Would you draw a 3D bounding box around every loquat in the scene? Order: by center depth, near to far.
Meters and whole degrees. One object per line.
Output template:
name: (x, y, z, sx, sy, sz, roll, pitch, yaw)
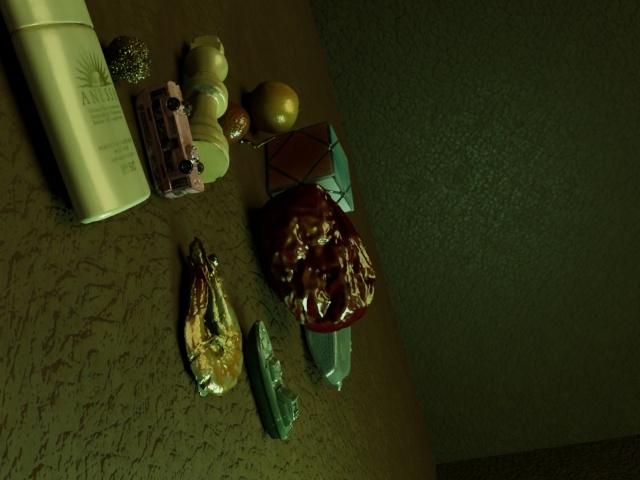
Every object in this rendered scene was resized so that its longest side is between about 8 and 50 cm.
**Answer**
loquat: (-0.133, -0.371, 1.823, 0.137, 0.163, 0.163, 107, -26, -75)

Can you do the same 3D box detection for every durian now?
durian: (-0.319, -0.305, 1.098, 0.080, 0.091, 0.080, -20, 113, -60)

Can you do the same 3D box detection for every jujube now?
jujube: (-0.013, 0.047, 1.668, 0.276, 0.276, 0.377, -11, 84, -77)

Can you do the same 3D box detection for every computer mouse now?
computer mouse: (0.018, 0.250, 1.896, 0.188, 0.121, 0.371, 30, 55, -67)

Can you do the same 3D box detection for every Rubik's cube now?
Rubik's cube: (-0.032, -0.194, 1.932, 0.205, 0.207, 0.205, 57, 22, -56)

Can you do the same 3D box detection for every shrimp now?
shrimp: (-0.207, 0.136, 1.194, 0.154, 0.062, 0.294, 1, 73, -64)

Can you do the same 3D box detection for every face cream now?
face cream: (-0.342, -0.207, 0.914, 0.173, 0.081, 0.349, -57, 133, -72)

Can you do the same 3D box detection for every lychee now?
lychee: (-0.201, -0.256, 1.481, 0.101, 0.114, 0.140, -19, 77, -48)

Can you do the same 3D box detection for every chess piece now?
chess piece: (-0.245, -0.302, 1.366, 0.117, 0.117, 0.397, 61, 19, -50)

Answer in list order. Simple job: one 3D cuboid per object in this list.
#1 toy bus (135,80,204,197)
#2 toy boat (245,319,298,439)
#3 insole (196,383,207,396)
toy bus: (-0.269, -0.179, 1.174, 0.063, 0.090, 0.203, -13, 89, -76)
toy boat: (-0.104, 0.297, 1.409, 0.078, 0.085, 0.261, -29, 105, -76)
insole: (-0.208, 0.216, 1.232, 0.188, 0.004, 0.064, -86, 159, -51)
